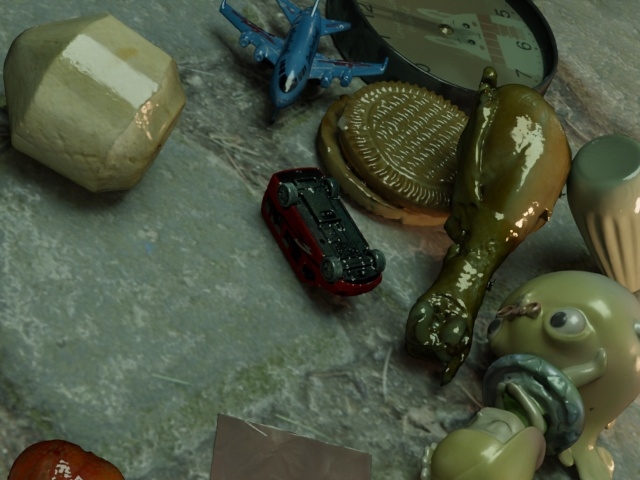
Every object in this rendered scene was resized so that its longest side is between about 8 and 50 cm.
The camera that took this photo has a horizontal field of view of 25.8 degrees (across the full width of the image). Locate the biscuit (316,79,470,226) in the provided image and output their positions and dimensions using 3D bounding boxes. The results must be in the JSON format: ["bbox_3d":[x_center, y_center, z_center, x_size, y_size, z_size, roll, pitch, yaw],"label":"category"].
[{"bbox_3d":[0.121,-0.123,1.954,0.259,0.079,0.259,16,46,-17],"label":"biscuit"}]

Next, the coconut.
[{"bbox_3d":[-0.283,-0.174,1.690,0.222,0.202,0.202,32,42,-1],"label":"coconut"}]

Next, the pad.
[{"bbox_3d":[-0.032,0.261,1.557,0.187,0.006,0.113,17,45,-12],"label":"pad"}]

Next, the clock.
[{"bbox_3d":[0.197,-0.331,2.196,0.386,0.076,0.386,16,44,-16],"label":"clock"}]

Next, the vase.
[{"bbox_3d":[0.411,-0.027,1.917,0.128,0.248,0.128,-10,46,11],"label":"vase"}]

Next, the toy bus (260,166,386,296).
[{"bbox_3d":[0.000,0.000,1.759,0.081,0.089,0.195,-10,55,-35],"label":"toy bus"}]

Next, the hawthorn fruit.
[{"bbox_3d":[-0.252,0.257,1.359,0.128,0.128,0.128,16,44,-16],"label":"hawthorn fruit"}]

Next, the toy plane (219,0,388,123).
[{"bbox_3d":[-0.035,-0.261,1.976,0.254,0.105,0.271,21,45,-4],"label":"toy plane"}]

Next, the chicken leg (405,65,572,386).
[{"bbox_3d":[0.206,-0.013,1.789,0.152,0.201,0.429,12,62,29],"label":"chicken leg"}]

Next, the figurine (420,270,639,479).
[{"bbox_3d":[0.266,0.218,1.665,0.394,0.226,0.274,-40,104,-40],"label":"figurine"}]
